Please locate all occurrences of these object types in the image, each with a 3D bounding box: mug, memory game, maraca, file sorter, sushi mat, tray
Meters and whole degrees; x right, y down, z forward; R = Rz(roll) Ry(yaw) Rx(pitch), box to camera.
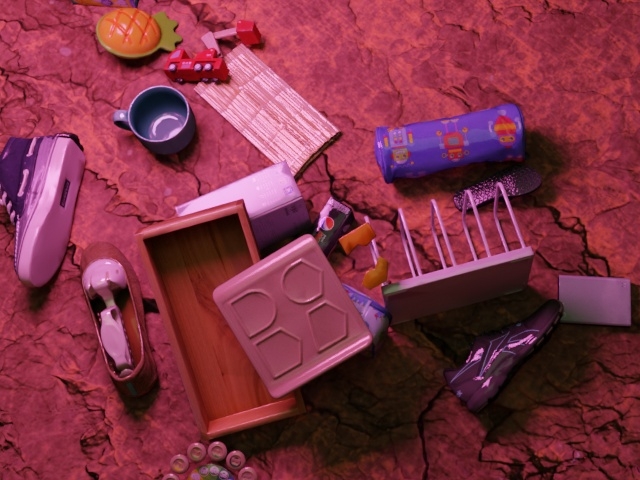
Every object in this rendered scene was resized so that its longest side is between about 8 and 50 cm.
[{"bbox_3d":[-0.338,-0.253,1.983,0.158,0.097,0.129,34,79,16],"label":"mug"},{"bbox_3d":[-0.205,0.464,1.750,0.186,0.012,0.186,0,90,4],"label":"memory game"},{"bbox_3d":[-0.396,-0.453,2.060,0.186,0.099,0.127,-8,71,-24],"label":"maraca"},{"bbox_3d":[0.237,0.022,1.783,0.278,0.193,0.173,-15,68,1],"label":"file sorter"},{"bbox_3d":[-0.116,-0.279,2.008,0.151,0.019,0.316,-44,72,-7],"label":"sushi mat"},{"bbox_3d":[-0.180,0.148,1.746,0.203,0.076,0.411,-16,101,1],"label":"tray"}]

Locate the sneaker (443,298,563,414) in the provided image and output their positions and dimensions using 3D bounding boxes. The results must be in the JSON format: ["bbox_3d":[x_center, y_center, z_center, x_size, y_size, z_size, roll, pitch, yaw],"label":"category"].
[{"bbox_3d":[0.344,0.197,1.758,0.267,0.101,0.106,-45,69,-7],"label":"sneaker"}]

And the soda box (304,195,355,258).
[{"bbox_3d":[0.000,0.000,1.883,0.053,0.060,0.169,32,79,16],"label":"soda box"}]

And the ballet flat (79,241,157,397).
[{"bbox_3d":[-0.408,0.140,1.848,0.116,0.124,0.342,-17,71,0],"label":"ballet flat"}]

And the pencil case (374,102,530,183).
[{"bbox_3d":[0.261,-0.194,1.886,0.306,0.133,0.119,-9,97,5],"label":"pencil case"}]

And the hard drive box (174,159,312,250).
[{"bbox_3d":[-0.145,-0.044,1.850,0.232,0.181,0.089,-24,71,-2],"label":"hard drive box"}]

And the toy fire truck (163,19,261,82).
[{"bbox_3d":[-0.235,-0.408,2.034,0.192,0.047,0.135,3,63,22],"label":"toy fire truck"}]

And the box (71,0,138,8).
[{"bbox_3d":[-0.505,-0.567,2.101,0.179,0.105,0.043,7,72,9],"label":"box"}]

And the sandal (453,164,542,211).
[{"bbox_3d":[0.356,-0.101,1.893,0.179,0.040,0.067,-18,65,15],"label":"sandal"}]

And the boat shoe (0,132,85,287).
[{"bbox_3d":[-0.605,-0.066,1.950,0.158,0.127,0.340,4,64,14],"label":"boat shoe"}]

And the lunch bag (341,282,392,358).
[{"bbox_3d":[0.024,0.135,1.777,0.219,0.176,0.090,26,73,12],"label":"lunch bag"}]

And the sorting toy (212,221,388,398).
[{"bbox_3d":[-0.008,0.111,1.673,0.307,0.041,0.229,-31,87,4],"label":"sorting toy"}]

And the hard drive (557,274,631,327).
[{"bbox_3d":[0.523,0.116,1.806,0.135,0.022,0.094,3,73,7],"label":"hard drive"}]
